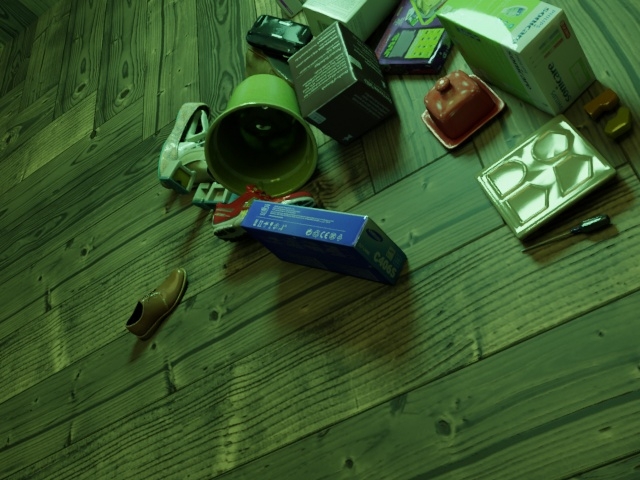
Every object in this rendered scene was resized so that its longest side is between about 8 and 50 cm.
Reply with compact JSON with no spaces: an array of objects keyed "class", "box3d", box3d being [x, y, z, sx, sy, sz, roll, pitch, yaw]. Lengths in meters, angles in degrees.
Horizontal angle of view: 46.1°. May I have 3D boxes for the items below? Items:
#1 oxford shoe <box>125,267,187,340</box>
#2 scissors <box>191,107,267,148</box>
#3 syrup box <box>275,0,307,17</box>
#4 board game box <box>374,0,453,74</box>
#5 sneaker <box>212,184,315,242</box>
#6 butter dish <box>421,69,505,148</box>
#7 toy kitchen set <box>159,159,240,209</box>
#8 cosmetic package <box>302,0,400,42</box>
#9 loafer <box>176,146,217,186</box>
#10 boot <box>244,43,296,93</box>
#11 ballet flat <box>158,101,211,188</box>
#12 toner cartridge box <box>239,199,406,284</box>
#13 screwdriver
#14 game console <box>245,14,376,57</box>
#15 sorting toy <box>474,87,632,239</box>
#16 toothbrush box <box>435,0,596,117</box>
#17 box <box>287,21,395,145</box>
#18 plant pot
[{"class":"oxford shoe","box3d":[-0.419,0.153,1.927,0.076,0.076,0.212,23,75,48]},{"class":"scissors","box3d":[-0.217,-0.317,2.076,0.297,0.021,0.109,-32,38,-12]},{"class":"syrup box","box3d":[-0.034,-0.799,2.288,0.237,0.096,0.093,-32,45,17]},{"class":"board game box","box3d":[0.277,-0.568,1.897,0.208,0.056,0.346,15,70,41]},{"class":"sneaker","box3d":[-0.146,-0.086,1.822,0.279,0.107,0.118,-14,65,22]},{"class":"butter dish","box3d":[0.290,-0.309,1.640,0.160,0.118,0.160,-39,43,10]},{"class":"toy kitchen set","box3d":[-0.299,-0.122,1.958,0.207,0.166,0.122,2,64,41]},{"class":"cosmetic package","box3d":[0.114,-0.661,1.990,0.160,0.113,0.309,32,72,30]},{"class":"loafer","box3d":[-0.306,-0.204,2.073,0.269,0.102,0.092,-20,43,27]},{"class":"boot","box3d":[-0.126,-0.470,2.146,0.305,0.112,0.115,46,124,43]},{"class":"ballet flat","box3d":[-0.391,-0.291,2.213,0.106,0.107,0.315,-5,57,22]},{"class":"toner cartridge box","box3d":[0.000,0.000,1.622,0.348,0.165,0.075,11,68,43]},{"class":"screwdriver","box3d":[0.442,-0.013,1.369,0.170,0.024,0.025,-19,79,31]},{"class":"game console","box3d":[-0.042,-0.558,2.073,0.361,0.044,0.213,24,70,28]},{"class":"sorting toy","box3d":[0.466,-0.150,1.441,0.307,0.041,0.229,-36,39,13]},{"class":"toothbrush box","box3d":[0.399,-0.403,1.554,0.122,0.206,0.283,-45,41,3]},{"class":"box","box3d":[0.049,-0.377,1.822,0.167,0.168,0.203,-32,55,26]},{"class":"plant pot","box3d":[-0.147,-0.287,1.910,0.276,0.276,0.253,-30,34,20]}]
